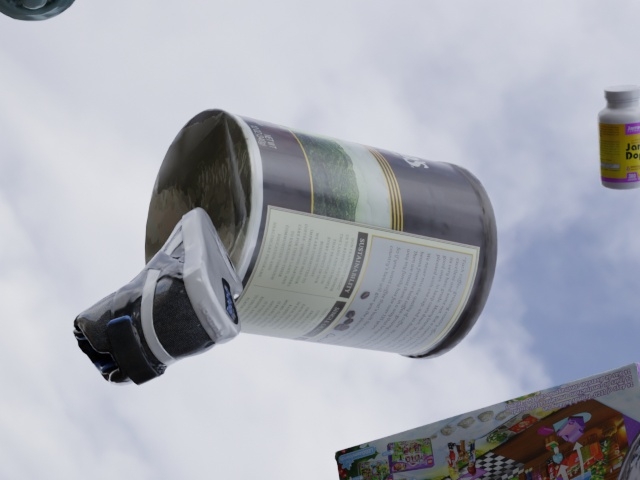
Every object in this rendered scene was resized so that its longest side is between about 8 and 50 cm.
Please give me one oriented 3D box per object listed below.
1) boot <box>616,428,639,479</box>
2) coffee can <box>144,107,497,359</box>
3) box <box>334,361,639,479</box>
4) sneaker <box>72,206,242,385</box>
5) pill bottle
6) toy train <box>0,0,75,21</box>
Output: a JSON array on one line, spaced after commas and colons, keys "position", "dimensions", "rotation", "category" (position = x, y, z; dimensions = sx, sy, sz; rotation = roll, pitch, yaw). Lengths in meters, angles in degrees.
[{"position": [0.150, 0.101, 0.401], "dimensions": [0.106, 0.219, 0.082], "rotation": [43, -33, 1], "category": "boot"}, {"position": [0.000, 0.000, 1.204], "dimensions": [0.201, 0.275, 0.201], "rotation": [-21, -116, 53], "category": "coffee can"}, {"position": [0.148, 0.232, 0.984], "dimensions": [0.293, 0.057, 0.200], "rotation": [-23, -118, 35], "category": "box"}, {"position": [-0.128, 0.043, 0.961], "dimensions": [0.079, 0.121, 0.217], "rotation": [63, 3, -13], "category": "sneaker"}, {"position": [0.254, -0.087, 1.058], "dimensions": [0.043, 0.043, 0.083], "rotation": [10, -68, 45], "category": "pill bottle"}, {"position": [-0.244, -0.272, 0.969], "dimensions": [0.190, 0.334, 0.142], "rotation": [77, 0, -54], "category": "toy train"}]
